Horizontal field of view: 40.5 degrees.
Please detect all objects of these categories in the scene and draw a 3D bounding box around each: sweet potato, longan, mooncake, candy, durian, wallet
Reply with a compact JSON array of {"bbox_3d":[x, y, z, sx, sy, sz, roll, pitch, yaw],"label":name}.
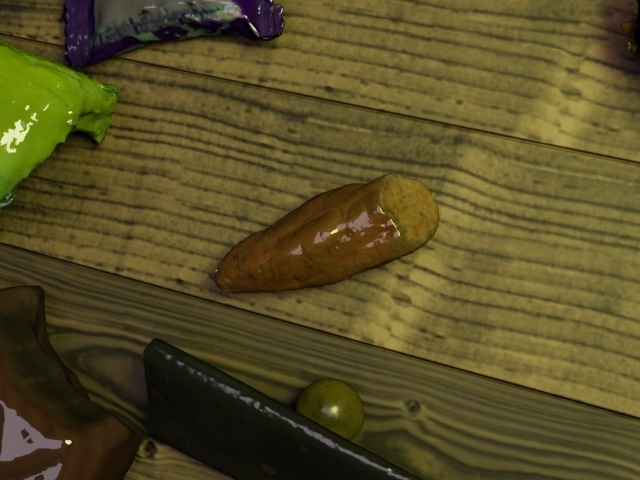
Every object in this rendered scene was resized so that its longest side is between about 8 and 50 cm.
[{"bbox_3d":[0.000,0.000,0.910,0.252,0.097,0.097,-18,84,12],"label":"sweet potato"},{"bbox_3d":[0.009,0.186,0.921,0.075,0.075,0.083,17,134,15],"label":"longan"},{"bbox_3d":[-0.375,0.211,0.966,0.334,0.174,0.326,-8,84,16],"label":"mooncake"},{"bbox_3d":[-0.170,-0.279,0.975,0.275,0.070,0.145,-4,81,19],"label":"candy"},{"bbox_3d":[-0.419,-0.119,0.941,0.340,0.204,0.256,22,111,-21],"label":"durian"},{"bbox_3d":[-0.042,0.218,0.903,0.321,0.044,0.170,23,137,14],"label":"wallet"}]

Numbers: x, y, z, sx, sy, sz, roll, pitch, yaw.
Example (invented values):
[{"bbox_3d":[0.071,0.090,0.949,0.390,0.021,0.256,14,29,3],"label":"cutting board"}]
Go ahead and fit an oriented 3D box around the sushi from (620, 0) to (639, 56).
[{"bbox_3d":[0.437,-0.273,0.746,0.234,0.207,0.348,30,103,-26],"label":"sushi"}]
